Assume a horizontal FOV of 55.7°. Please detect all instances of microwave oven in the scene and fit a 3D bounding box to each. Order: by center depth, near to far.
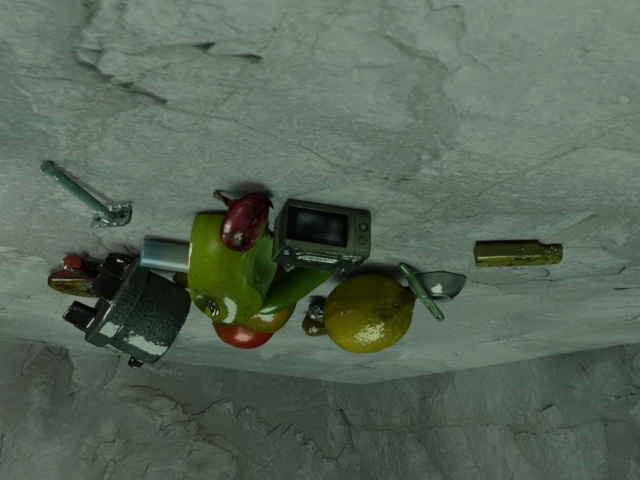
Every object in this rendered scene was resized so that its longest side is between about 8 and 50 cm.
[{"bbox_3d":[0.000,0.000,1.428,0.205,0.129,0.163,8,157,-14],"label":"microwave oven"}]

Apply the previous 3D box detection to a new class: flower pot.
[{"bbox_3d":[-0.563,0.198,1.763,0.283,0.299,0.299,34,147,-23],"label":"flower pot"}]

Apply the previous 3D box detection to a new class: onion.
[{"bbox_3d":[-0.185,-0.058,1.335,0.140,0.150,0.150,32,160,6],"label":"onion"}]

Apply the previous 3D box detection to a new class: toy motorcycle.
[{"bbox_3d":[0.034,0.264,2.204,0.225,0.073,0.152,16,157,-30],"label":"toy motorcycle"}]

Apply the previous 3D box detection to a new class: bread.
[{"bbox_3d":[0.519,0.036,1.583,0.226,0.049,0.088,-2,159,9],"label":"bread"}]

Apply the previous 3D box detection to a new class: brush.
[{"bbox_3d":[-0.689,0.112,1.800,0.070,0.021,0.196,-14,160,4],"label":"brush"}]

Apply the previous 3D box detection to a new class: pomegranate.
[{"bbox_3d":[-0.256,0.244,1.985,0.257,0.220,0.221,8,166,34],"label":"pomegranate"}]

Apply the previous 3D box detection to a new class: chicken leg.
[{"bbox_3d":[0.050,0.327,2.359,0.252,0.087,0.107,-2,171,-8],"label":"chicken leg"}]

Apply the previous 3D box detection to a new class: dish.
[{"bbox_3d":[0.366,0.156,1.892,0.191,0.066,0.190,2,159,1],"label":"dish"}]

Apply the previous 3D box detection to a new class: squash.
[{"bbox_3d":[-0.052,0.107,1.624,0.293,0.082,0.082,-35,156,-3],"label":"squash"}]

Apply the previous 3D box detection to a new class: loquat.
[{"bbox_3d":[-0.174,0.140,1.742,0.214,0.213,0.246,-4,116,15],"label":"loquat"}]

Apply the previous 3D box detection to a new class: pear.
[{"bbox_3d":[-0.211,0.082,1.510,0.160,0.292,0.292,5,161,19],"label":"pear"}]

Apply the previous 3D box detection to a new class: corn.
[{"bbox_3d":[-0.351,0.118,1.863,0.207,0.067,0.067,1,159,-5],"label":"corn"}]

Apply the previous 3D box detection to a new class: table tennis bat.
[{"bbox_3d":[-0.748,0.127,1.950,0.268,0.051,0.414,2,162,-8],"label":"table tennis bat"}]

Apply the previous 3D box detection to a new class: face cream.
[{"bbox_3d":[-0.364,0.050,1.664,0.250,0.077,0.077,9,158,-21],"label":"face cream"}]

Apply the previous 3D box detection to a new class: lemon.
[{"bbox_3d":[0.146,0.219,1.834,0.320,0.245,0.245,-23,148,36],"label":"lemon"}]

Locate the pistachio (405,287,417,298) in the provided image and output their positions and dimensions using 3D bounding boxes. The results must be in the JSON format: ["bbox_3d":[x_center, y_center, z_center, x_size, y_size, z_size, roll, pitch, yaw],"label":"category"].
[{"bbox_3d":[0.256,0.191,2.021,0.173,0.049,0.090,-16,152,38],"label":"pistachio"}]

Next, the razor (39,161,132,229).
[{"bbox_3d":[-0.525,-0.098,1.322,0.106,0.068,0.232,-6,153,19],"label":"razor"}]

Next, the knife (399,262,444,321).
[{"bbox_3d":[0.306,0.161,1.836,0.043,0.019,0.293,-9,134,39],"label":"knife"}]
